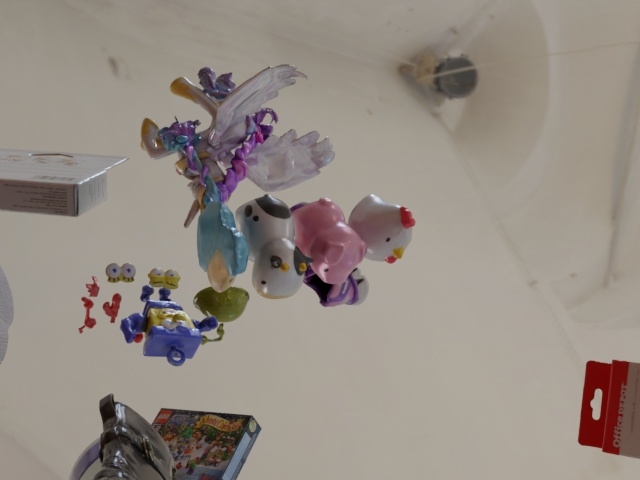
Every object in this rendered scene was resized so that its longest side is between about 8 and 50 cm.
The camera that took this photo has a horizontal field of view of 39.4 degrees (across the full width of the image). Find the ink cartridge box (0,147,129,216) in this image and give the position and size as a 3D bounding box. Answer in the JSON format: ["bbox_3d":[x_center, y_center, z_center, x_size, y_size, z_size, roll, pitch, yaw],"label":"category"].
[{"bbox_3d":[-0.496,-0.104,1.532,0.275,0.239,0.060,5,-75,8],"label":"ink cartridge box"}]

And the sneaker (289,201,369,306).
[{"bbox_3d":[-0.006,0.032,1.733,0.236,0.104,0.095,58,-38,15],"label":"sneaker"}]

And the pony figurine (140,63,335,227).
[{"bbox_3d":[-0.185,-0.208,1.797,0.351,0.303,0.363,-36,-133,-6],"label":"pony figurine"}]

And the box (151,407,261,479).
[{"bbox_3d":[-0.245,0.401,1.702,0.233,0.044,0.159,-3,-137,32],"label":"box"}]

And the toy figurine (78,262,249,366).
[{"bbox_3d":[-0.300,0.199,1.840,0.191,0.362,0.217,-63,-145,24],"label":"toy figurine"}]

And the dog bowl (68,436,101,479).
[{"bbox_3d":[-0.388,0.529,1.857,0.104,0.264,0.265,-166,-97,-70],"label":"dog bowl"}]

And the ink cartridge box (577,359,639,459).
[{"bbox_3d":[0.476,0.243,1.251,0.231,0.078,0.134,4,-99,28],"label":"ink cartridge box"}]

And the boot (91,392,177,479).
[{"bbox_3d":[-0.188,0.321,1.057,0.263,0.091,0.229,61,1,-14],"label":"boot"}]

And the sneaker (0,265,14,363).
[{"bbox_3d":[-0.458,0.136,1.042,0.269,0.153,0.101,-96,177,-50],"label":"sneaker"}]

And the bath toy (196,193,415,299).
[{"bbox_3d":[0.000,0.000,1.306,0.129,0.348,0.151,-13,-96,56],"label":"bath toy"}]
